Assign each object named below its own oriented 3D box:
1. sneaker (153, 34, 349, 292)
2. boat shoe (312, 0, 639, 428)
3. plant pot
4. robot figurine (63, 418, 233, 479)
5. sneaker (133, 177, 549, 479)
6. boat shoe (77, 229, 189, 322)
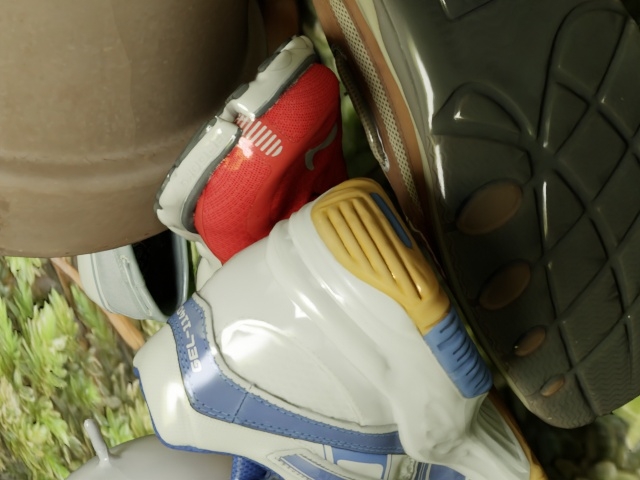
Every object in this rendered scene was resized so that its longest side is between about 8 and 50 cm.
[{"bbox_3d":[0.000,0.000,0.495,0.118,0.107,0.279,37,165,14],"label":"sneaker"},{"bbox_3d":[0.070,-0.076,0.442,0.324,0.123,0.120,68,169,-13],"label":"boat shoe"},{"bbox_3d":[-0.130,-0.160,0.454,0.263,0.263,0.229,48,141,17],"label":"plant pot"},{"bbox_3d":[-0.078,0.281,0.661,0.353,0.200,0.300,62,151,5],"label":"robot figurine"},{"bbox_3d":[0.025,0.095,0.457,0.296,0.131,0.112,55,-175,-42],"label":"sneaker"},{"bbox_3d":[-0.123,-0.045,0.661,0.081,0.079,0.227,16,124,28],"label":"boat shoe"}]
